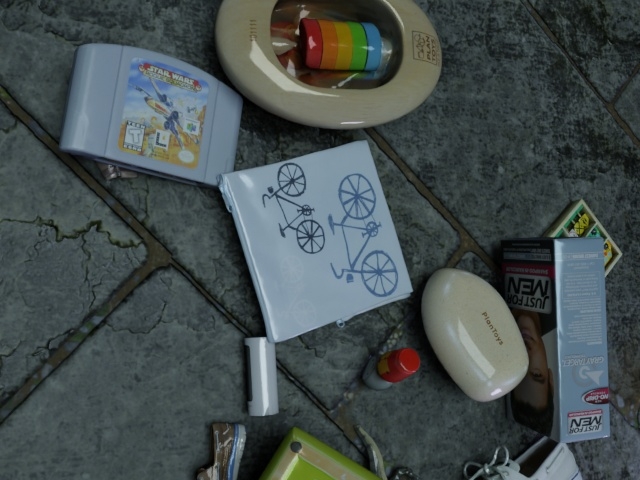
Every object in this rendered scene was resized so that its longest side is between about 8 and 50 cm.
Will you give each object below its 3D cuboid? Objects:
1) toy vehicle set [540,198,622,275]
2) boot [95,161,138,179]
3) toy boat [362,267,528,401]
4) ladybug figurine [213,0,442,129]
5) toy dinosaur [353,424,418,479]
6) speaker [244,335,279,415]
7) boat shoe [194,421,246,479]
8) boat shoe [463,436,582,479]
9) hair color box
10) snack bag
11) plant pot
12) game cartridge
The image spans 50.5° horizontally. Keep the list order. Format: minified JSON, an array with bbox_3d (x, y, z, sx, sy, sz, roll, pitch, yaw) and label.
[{"bbox_3d":[0.540,0.056,1.492,0.267,0.035,0.166,-45,101,-22],"label":"toy vehicle set"},{"bbox_3d":[-0.323,-0.149,1.149,0.118,0.042,0.087,-14,97,-28],"label":"boot"},{"bbox_3d":[0.229,0.196,1.290,0.318,0.148,0.267,-17,77,-29],"label":"toy boat"},{"bbox_3d":[0.016,-0.342,1.249,0.449,0.162,0.305,1,82,-23],"label":"ladybug figurine"},{"bbox_3d":[0.128,0.474,1.248,0.118,0.064,0.268,0,80,-17],"label":"toy dinosaur"},{"bbox_3d":[-0.102,0.235,1.181,0.055,0.055,0.136,-1,84,-23],"label":"speaker"},{"bbox_3d":[-0.175,0.394,1.128,0.066,0.066,0.183,16,67,-16],"label":"boat shoe"},{"bbox_3d":[0.354,0.470,1.304,0.367,0.136,0.156,-20,91,-27],"label":"boat shoe"},{"bbox_3d":[0.453,0.181,1.328,0.114,0.185,0.374,-3,91,-16],"label":"hair color box"},{"bbox_3d":[0.000,0.000,1.247,0.343,0.037,0.323,-18,92,-33],"label":"snack bag"},{"bbox_3d":[-0.005,0.439,1.068,0.227,0.207,0.228,28,68,17],"label":"plant pot"},{"bbox_3d":[-0.268,-0.207,1.130,0.297,0.062,0.198,12,85,-36],"label":"game cartridge"}]
